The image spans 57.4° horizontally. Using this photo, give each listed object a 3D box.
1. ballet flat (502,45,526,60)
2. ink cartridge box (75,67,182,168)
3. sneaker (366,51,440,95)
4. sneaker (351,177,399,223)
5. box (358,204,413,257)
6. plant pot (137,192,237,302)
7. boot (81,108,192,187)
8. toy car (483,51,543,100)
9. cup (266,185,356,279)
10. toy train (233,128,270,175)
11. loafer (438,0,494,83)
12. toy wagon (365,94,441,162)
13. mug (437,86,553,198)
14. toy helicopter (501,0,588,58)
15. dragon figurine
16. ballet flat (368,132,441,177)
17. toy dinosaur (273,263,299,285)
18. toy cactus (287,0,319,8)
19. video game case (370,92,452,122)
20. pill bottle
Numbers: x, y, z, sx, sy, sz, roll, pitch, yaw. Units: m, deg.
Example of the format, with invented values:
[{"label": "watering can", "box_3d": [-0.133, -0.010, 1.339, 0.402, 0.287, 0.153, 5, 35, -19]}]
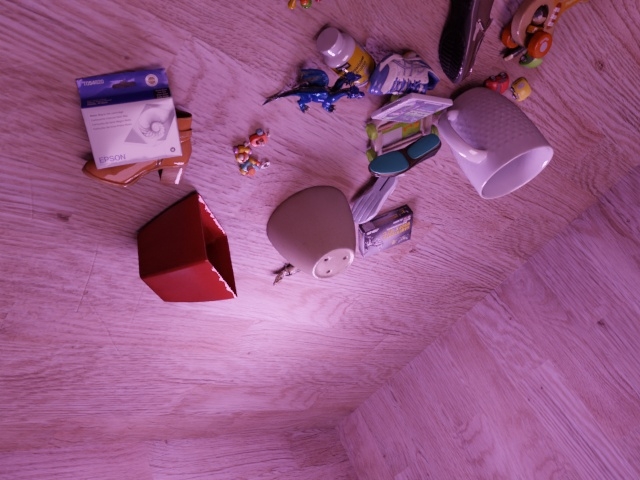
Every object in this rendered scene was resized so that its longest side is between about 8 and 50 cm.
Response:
[{"label": "ballet flat", "box_3d": [0.693, -0.650, 1.969, 0.173, 0.057, 0.049, -31, 118, -3]}, {"label": "ink cartridge box", "box_3d": [-0.476, -0.305, 1.473, 0.224, 0.045, 0.223, -12, 120, -13]}, {"label": "sneaker", "box_3d": [0.253, -0.476, 1.716, 0.296, 0.131, 0.111, -34, 161, -43]}, {"label": "sneaker", "box_3d": [0.216, -0.164, 2.202, 0.258, 0.094, 0.091, -48, 167, 26]}, {"label": "box", "box_3d": [0.270, -0.036, 2.441, 0.231, 0.056, 0.183, -21, 144, -12]}, {"label": "plant pot", "box_3d": [-0.437, 0.055, 1.878, 0.236, 0.267, 0.267, -19, 146, 4]}, {"label": "boot", "box_3d": [-0.484, -0.255, 1.571, 0.284, 0.109, 0.220, 1, 129, -25]}, {"label": "toy car", "box_3d": [0.715, -0.593, 2.065, 0.239, 0.053, 0.225, 1, 135, -38]}, {"label": "cup", "box_3d": [0.000, 0.000, 2.130, 0.331, 0.236, 0.331, -20, 144, -15]}, {"label": "toy train", "box_3d": [-0.202, -0.262, 1.817, 0.125, 0.046, 0.166, -21, 144, -13]}, {"label": "loafer", "box_3d": [0.459, -0.635, 1.751, 0.130, 0.133, 0.365, -17, 144, -18]}, {"label": "toy wagon", "box_3d": [0.279, -0.400, 1.979, 0.268, 0.068, 0.344, -23, 144, -11]}, {"label": "mug", "box_3d": [0.547, -0.349, 1.979, 0.374, 0.327, 0.276, -6, 148, -40]}, {"label": "toy helicopter", "box_3d": [0.741, -0.755, 1.850, 0.355, 0.140, 0.234, -33, 138, -15]}, {"label": "dragon figurine", "box_3d": [-0.020, -0.428, 1.653, 0.290, 0.085, 0.144, 6, 162, 0]}, {"label": "ballet flat", "box_3d": [0.293, -0.272, 2.012, 0.281, 0.095, 0.096, -24, 157, -9]}, {"label": "toy dinosaur", "box_3d": [-0.078, 0.095, 2.349, 0.268, 0.064, 0.118, -23, 159, -12]}, {"label": "toy cactus", "box_3d": [-0.029, -0.666, 1.401, 0.181, 0.112, 0.219, -37, 138, -7]}, {"label": "video game case", "box_3d": [0.281, -0.405, 1.801, 0.191, 0.022, 0.173, -4, 173, -40]}, {"label": "pill bottle", "box_3d": [0.070, -0.517, 1.645, 0.103, 0.103, 0.184, -43, 144, 18]}]
